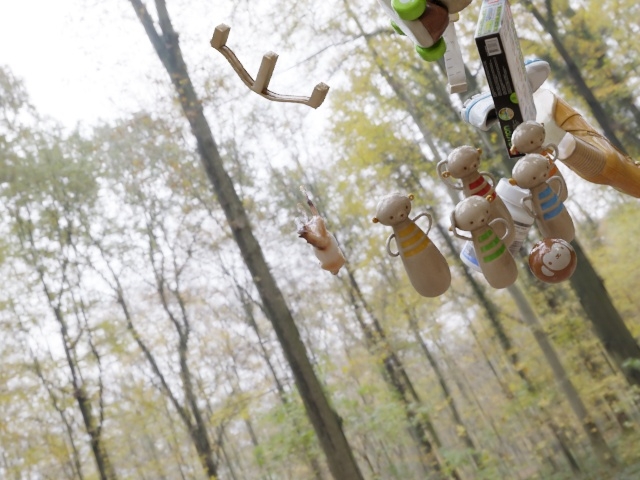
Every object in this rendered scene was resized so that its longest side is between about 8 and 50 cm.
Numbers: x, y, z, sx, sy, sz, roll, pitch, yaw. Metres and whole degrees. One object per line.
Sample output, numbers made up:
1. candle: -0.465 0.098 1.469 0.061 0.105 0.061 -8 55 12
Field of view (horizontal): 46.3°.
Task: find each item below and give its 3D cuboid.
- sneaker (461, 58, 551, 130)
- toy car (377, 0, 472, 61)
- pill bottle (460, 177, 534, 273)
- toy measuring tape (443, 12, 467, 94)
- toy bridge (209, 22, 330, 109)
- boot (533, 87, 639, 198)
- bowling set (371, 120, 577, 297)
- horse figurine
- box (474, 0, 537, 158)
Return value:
1. sneaker: 0.369 -0.270 1.430 0.191 0.083 0.071 -37 -51 4
2. toy car: 0.195 -0.418 1.219 0.188 0.149 0.155 -39 -29 7
3. pill bottle: 0.272 -0.019 1.127 0.078 0.078 0.137 0 -61 -49
4. toy measuring tape: 0.253 -0.461 1.602 0.121 0.330 0.121 -11 -6 -1
5. toy bridge: -0.079 -0.237 1.057 0.026 0.188 0.063 -50 -11 -48
6. boot: 0.537 -0.192 1.533 0.211 0.295 0.104 24 -62 -22
7. bowling set: 0.234 -0.042 0.920 0.287 0.154 0.200 -37 22 -15
8. horse figurine: 0.000 0.000 1.693 0.066 0.174 0.263 -24 -44 2
9. box: 0.272 -0.235 1.083 0.036 0.114 0.207 -7 -50 26
